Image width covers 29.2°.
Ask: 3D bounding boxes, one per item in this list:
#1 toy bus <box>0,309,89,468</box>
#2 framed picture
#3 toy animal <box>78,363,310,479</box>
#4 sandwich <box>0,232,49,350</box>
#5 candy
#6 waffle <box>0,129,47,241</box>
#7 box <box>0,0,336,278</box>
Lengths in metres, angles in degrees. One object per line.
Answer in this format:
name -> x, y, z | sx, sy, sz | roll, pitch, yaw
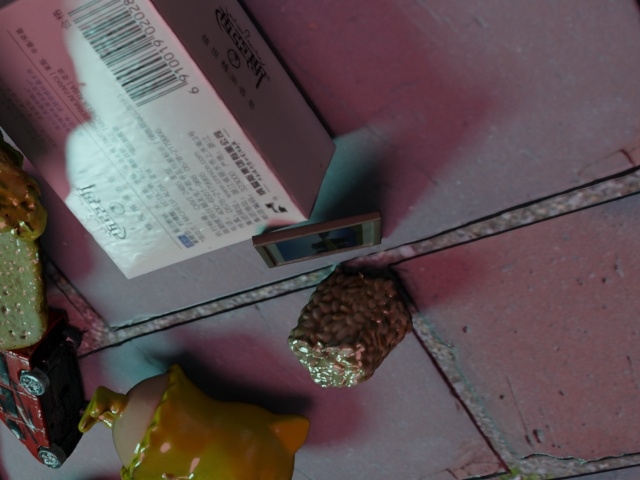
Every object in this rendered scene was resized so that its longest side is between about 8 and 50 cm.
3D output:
toy bus -> -0.313, 0.163, 1.353 | 0.089, 0.081, 0.195 | 14, 133, 18
framed picture -> 0.000, 0.000, 1.074 | 0.109, 0.011, 0.149 | -13, 172, 1
toy animal -> -0.138, 0.211, 1.309 | 0.230, 0.156, 0.156 | 20, 134, -15
sandwich -> -0.380, 0.034, 1.206 | 0.215, 0.065, 0.186 | -6, 127, -12
candy -> 0.028, 0.083, 1.165 | 0.095, 0.110, 0.085 | -1, 132, 38
waffle -> -0.322, -0.122, 0.985 | 0.060, 0.307, 0.312 | -38, 108, -3
box -> -0.147, -0.119, 1.026 | 0.203, 0.116, 0.274 | -19, 122, 31
